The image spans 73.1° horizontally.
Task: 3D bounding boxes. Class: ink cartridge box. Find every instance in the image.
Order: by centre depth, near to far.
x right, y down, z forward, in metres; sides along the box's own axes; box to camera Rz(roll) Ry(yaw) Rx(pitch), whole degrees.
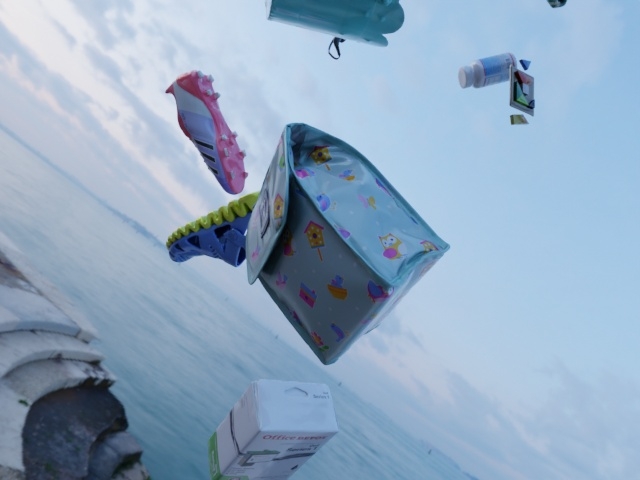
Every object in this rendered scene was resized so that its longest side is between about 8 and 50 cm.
[{"bbox_3d":[-0.091,0.355,0.790,0.160,0.219,0.093,14,38,-29],"label":"ink cartridge box"}]

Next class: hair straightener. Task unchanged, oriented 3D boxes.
[{"bbox_3d":[0.075,-0.486,0.940,0.047,0.231,0.089,26,-8,-10],"label":"hair straightener"}]

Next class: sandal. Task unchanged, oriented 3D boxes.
[{"bbox_3d":[-0.209,0.000,0.942,0.317,0.126,0.138,-20,-85,30],"label":"sandal"}]

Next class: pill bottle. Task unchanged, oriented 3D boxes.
[{"bbox_3d":[0.517,-0.524,1.343,0.087,0.160,0.087,167,-90,-88],"label":"pill bottle"}]

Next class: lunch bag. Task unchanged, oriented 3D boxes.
[{"bbox_3d":[0.000,0.000,0.590,0.262,0.160,0.223,48,-40,16],"label":"lunch bag"}]

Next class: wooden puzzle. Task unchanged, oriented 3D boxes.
[{"bbox_3d":[0.326,-0.239,0.693,0.078,0.116,0.014,0,-4,-36],"label":"wooden puzzle"}]

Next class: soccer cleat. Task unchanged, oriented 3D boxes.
[{"bbox_3d":[-0.214,-0.197,0.816,0.248,0.095,0.083,70,21,-1],"label":"soccer cleat"}]

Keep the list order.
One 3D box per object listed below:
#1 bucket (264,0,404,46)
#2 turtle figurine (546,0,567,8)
[{"bbox_3d":[0.025,-0.430,0.613,0.183,0.281,0.281,3,-6,-14],"label":"bucket"},{"bbox_3d":[0.324,-0.413,0.581,0.234,0.118,0.175,-144,-130,-59],"label":"turtle figurine"}]
